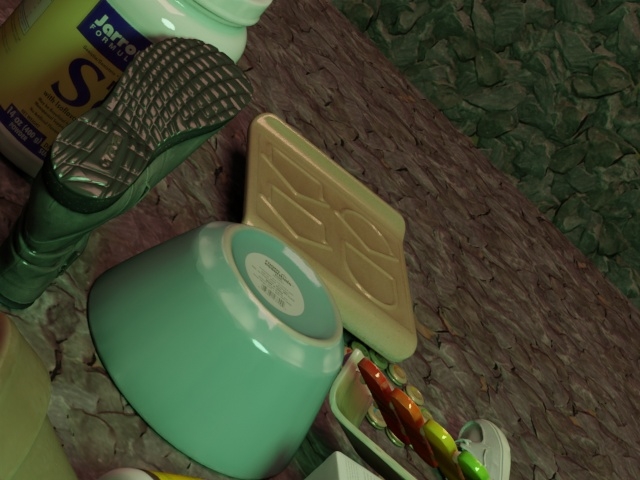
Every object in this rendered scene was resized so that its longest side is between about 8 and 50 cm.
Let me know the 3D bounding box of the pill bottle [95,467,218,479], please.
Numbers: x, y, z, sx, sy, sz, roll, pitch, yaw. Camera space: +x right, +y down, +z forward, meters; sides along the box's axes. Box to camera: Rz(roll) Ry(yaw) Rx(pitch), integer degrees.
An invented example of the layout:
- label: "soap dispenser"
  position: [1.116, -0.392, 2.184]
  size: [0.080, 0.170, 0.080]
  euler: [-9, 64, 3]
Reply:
- label: "pill bottle"
  position: [-0.114, 0.277, 1.206]
  size: [0.215, 0.117, 0.117]
  euler: [21, 33, -47]

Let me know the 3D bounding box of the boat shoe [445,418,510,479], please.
- label: "boat shoe"
  position: [0.205, 0.308, 1.777]
  size: [0.081, 0.079, 0.227]
  euler: [43, 25, -20]

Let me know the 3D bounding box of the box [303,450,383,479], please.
- label: "box"
  position: [0.039, 0.326, 1.380]
  size: [0.170, 0.130, 0.091]
  euler: [37, 23, -24]

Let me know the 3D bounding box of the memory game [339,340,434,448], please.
- label: "memory game"
  position: [0.093, 0.214, 1.826]
  size: [0.186, 0.012, 0.186]
  euler: [38, 24, -20]

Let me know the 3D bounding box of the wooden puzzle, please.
- label: "wooden puzzle"
  position: [0.000, 0.000, 1.951]
  size: [0.322, 0.080, 0.348]
  euler: [37, 28, -21]

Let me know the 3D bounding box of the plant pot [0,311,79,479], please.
- label: "plant pot"
  position: [-0.263, 0.215, 0.933]
  size: [0.229, 0.263, 0.263]
  euler: [57, 16, -25]

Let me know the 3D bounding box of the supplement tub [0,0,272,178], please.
- label: "supplement tub"
  position: [-0.240, -0.238, 1.578]
  size: [0.241, 0.331, 0.241]
  euler: [38, 24, -20]

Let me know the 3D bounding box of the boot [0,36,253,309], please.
- label: "boot"
  position: [-0.225, -0.079, 1.415]
  size: [0.118, 0.223, 0.338]
  euler: [46, 42, 4]

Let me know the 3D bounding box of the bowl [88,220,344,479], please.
- label: "bowl"
  position: [-0.091, 0.099, 1.495]
  size: [0.311, 0.163, 0.311]
  euler: [38, 24, -21]

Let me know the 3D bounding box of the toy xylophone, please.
- label: "toy xylophone"
  position: [0.132, 0.270, 1.524]
  size: [0.322, 0.081, 0.236]
  euler: [40, -14, 24]
